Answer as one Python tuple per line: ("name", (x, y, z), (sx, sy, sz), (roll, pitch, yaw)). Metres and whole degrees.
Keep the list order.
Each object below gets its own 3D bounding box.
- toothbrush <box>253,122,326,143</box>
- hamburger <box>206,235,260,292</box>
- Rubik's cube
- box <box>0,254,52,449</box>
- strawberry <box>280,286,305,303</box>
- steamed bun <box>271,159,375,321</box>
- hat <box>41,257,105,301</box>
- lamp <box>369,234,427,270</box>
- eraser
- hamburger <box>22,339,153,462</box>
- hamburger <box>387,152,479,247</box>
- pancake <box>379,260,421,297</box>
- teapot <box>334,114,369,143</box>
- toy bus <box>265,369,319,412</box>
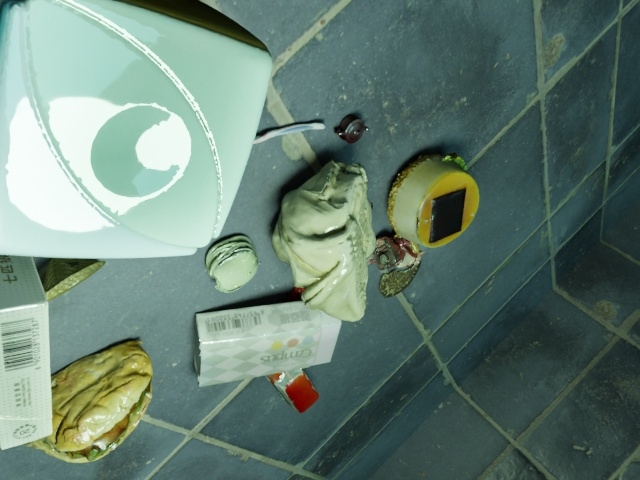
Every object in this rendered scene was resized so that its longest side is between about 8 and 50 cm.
("toothbrush", (-0.097, -0.239, 1.202), (0.269, 0.027, 0.021), (-18, 169, -33))
("hamburger", (-0.215, 0.057, 1.321), (0.133, 0.062, 0.140), (-23, 138, -27))
("Rubik's cube", (-0.319, -0.198, 0.757), (0.347, 0.352, 0.351), (0, 125, -45))
("box", (-0.558, 0.184, 0.972), (0.095, 0.210, 0.330), (-10, 129, -34))
("strawberry", (0.000, 0.167, 1.590), (0.175, 0.107, 0.236), (16, 111, -49))
("steamed bun", (0.000, 0.000, 1.340), (0.346, 0.238, 0.393), (-1, 92, -75))
("hat", (-0.504, 0.056, 1.046), (0.146, 0.067, 0.146), (-35, -178, 1))
("lamp", (0.267, 0.033, 1.726), (0.253, 0.118, 0.118), (-3, 125, -50))
("eraser", (-0.145, 0.276, 1.484), (0.397, 0.082, 0.213), (-6, 129, -22))
("hamburger", (-0.516, 0.390, 1.205), (0.330, 0.209, 0.162), (-23, 136, -26))
("hamburger", (0.330, -0.119, 1.600), (0.294, 0.179, 0.276), (-23, 127, -22))
("pancake", (0.278, 0.127, 1.898), (0.190, 0.020, 0.184), (21, 107, -52))
("teapot", (0.078, -0.273, 1.328), (0.100, 0.045, 0.067), (-19, 132, -34))
("toy bus", (-0.091, 0.464, 1.752), (0.121, 0.120, 0.265), (-39, 143, -14))
